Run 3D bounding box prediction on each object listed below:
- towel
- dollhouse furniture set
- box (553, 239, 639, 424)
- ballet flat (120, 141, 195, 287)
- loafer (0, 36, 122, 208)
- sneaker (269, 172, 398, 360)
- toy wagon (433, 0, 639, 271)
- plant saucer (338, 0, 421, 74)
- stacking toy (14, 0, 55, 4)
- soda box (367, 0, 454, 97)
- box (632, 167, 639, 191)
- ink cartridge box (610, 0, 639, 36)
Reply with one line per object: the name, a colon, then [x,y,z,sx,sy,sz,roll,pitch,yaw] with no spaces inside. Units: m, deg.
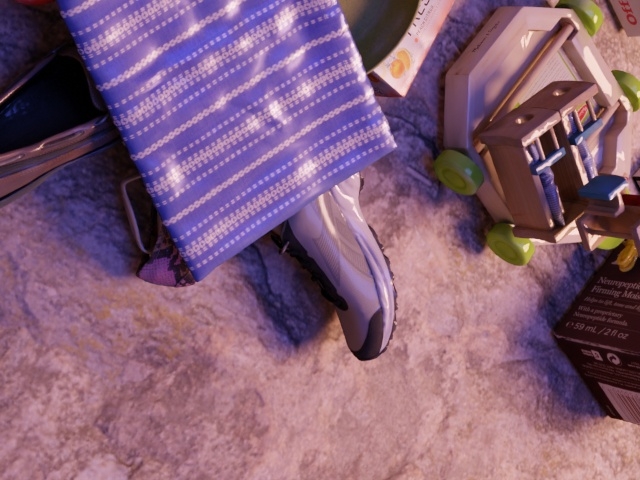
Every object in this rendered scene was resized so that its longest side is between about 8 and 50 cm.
towel: [-0.074,-0.156,1.305,0.243,0.040,0.336,-35,124,-18]
dollhouse furniture set: [0.288,-0.079,1.545,0.129,0.183,0.129,-36,117,-28]
box: [0.422,0.104,1.770,0.203,0.168,0.167,-51,122,-21]
ballet flat: [-0.145,-0.065,1.377,0.079,0.077,0.221,-1,98,-18]
loafer: [-0.217,-0.118,1.279,0.096,0.084,0.267,46,66,7]
sneaker: [0.000,0.000,1.487,0.108,0.100,0.271,-24,108,-17]
toy wagon: [0.268,-0.098,1.687,0.267,0.068,0.344,-51,124,-20]
plant saucer: [-0.023,-0.237,1.392,0.241,0.037,0.241,-9,134,-10]
stacking toy: [-0.295,-0.329,1.189,0.141,0.141,0.330,-52,128,-20]
soda box: [0.089,-0.238,1.534,0.063,0.058,0.183,37,73,-35]
box: [0.473,-0.037,1.874,0.114,0.036,0.207,-46,121,-23]
ink cartridge box: [0.444,-0.348,1.682,0.168,0.232,0.171,-46,121,-26]
